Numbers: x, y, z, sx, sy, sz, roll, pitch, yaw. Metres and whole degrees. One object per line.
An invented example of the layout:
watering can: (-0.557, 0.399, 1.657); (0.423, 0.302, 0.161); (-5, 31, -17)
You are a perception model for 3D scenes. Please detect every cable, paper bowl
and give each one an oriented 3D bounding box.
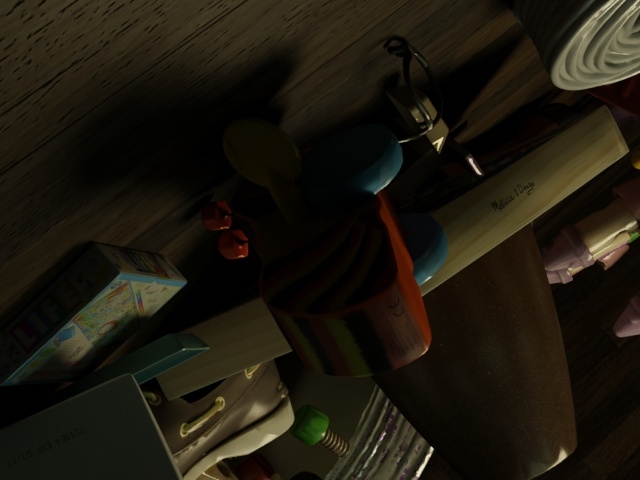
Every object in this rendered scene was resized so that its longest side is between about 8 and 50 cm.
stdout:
cable: (0.272, -0.224, 1.285); (0.257, 0.089, 0.257); (-22, 161, -34)
paper bowl: (0.014, 0.187, 1.751); (0.284, 0.148, 0.284); (-54, -164, 23)

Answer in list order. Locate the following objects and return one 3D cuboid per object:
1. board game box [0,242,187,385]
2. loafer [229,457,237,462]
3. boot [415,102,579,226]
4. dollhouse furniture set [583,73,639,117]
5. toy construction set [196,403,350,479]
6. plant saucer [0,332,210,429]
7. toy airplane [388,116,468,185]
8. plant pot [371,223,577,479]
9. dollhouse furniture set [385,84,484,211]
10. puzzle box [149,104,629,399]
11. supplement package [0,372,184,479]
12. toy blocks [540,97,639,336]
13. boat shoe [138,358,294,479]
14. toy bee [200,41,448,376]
board game box: (-0.151, 0.050, 1.060); (0.103, 0.026, 0.154); (-43, 170, 5)
loafer: (-0.133, 0.265, 1.868); (0.084, 0.096, 0.267); (-52, 166, 17)
boot: (0.153, -0.013, 1.775); (0.280, 0.096, 0.264); (-30, 165, -48)
dollhouse furniture set: (0.445, -0.295, 1.677); (0.201, 0.152, 0.374); (-28, 147, -53)
toy construction set: (-0.178, 0.269, 1.565); (0.309, 0.237, 0.257); (-29, -148, 42)
plant saucer: (-0.171, 0.111, 1.131); (0.192, 0.018, 0.067); (-28, 172, 9)
toy airplane: (0.089, -0.073, 1.462); (0.151, 0.028, 0.151); (-37, 174, -5)
plant pot: (0.145, 0.115, 1.553); (0.215, 0.230, 0.215); (-26, -177, 1)
dollhouse furniture set: (0.053, -0.074, 1.267); (0.081, 0.091, 0.114); (-44, 141, -3)
puzzle box: (0.067, 0.004, 1.399); (0.272, 0.052, 0.409); (-25, -177, 37)
supplement package: (-0.162, 0.189, 1.112); (0.139, 0.133, 0.244); (-24, 172, -10)
toy blocks: (0.343, -0.028, 1.947); (0.260, 0.309, 0.288); (-32, 171, 3)
boat shoe: (-0.141, 0.160, 1.369); (0.117, 0.096, 0.324); (0, -164, 38)
toy bee: (0.000, 0.000, 1.064); (0.162, 0.195, 0.298); (-20, -172, 18)
